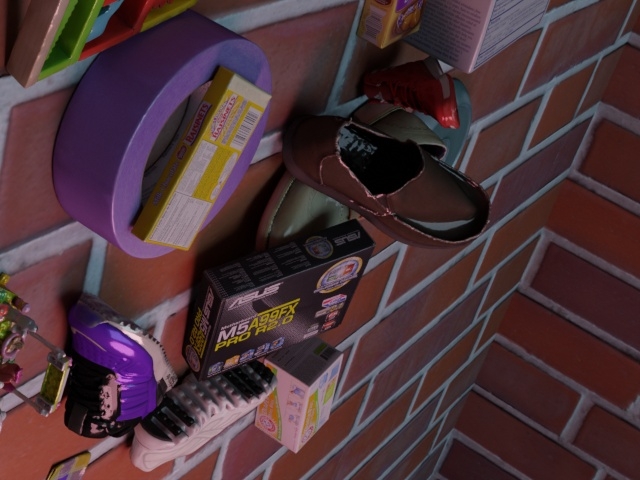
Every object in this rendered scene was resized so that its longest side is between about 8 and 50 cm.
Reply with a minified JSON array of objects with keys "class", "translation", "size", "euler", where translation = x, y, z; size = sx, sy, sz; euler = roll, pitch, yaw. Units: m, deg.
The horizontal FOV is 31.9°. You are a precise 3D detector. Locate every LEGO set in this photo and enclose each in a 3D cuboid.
[{"class":"LEGO set","translation":[-0.335,0.110,1.177],"size":[0.132,0.107,0.287],"euler":[-42,154,-39]}]

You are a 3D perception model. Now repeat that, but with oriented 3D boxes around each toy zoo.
[{"class":"toy zoo","translation":[-0.160,-0.267,1.076],"size":[0.293,0.030,0.192],"euler":[-38,173,-43]}]

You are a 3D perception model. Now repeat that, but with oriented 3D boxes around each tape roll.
[{"class":"tape roll","translation":[-0.172,-0.119,1.265],"size":[0.275,0.090,0.274],"euler":[-49,158,-28]}]

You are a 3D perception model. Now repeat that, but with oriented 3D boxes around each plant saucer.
[{"class":"plant saucer","translation":[0.206,-0.159,2.154],"size":[0.317,0.044,0.317],"euler":[-47,156,-28]}]

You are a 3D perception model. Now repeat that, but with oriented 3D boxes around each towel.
[{"class":"towel","translation":[-0.356,0.330,1.574],"size":[0.083,0.009,0.060],"euler":[-10,129,-64]}]

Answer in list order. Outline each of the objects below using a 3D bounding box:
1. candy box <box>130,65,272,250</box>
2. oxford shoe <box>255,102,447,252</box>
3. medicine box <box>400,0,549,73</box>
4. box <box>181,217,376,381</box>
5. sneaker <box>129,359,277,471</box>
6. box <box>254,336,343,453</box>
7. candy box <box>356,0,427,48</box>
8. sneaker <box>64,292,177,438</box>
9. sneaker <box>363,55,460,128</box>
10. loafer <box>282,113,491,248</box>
[{"class":"candy box","translation":[-0.130,-0.086,1.240],"size":[0.205,0.027,0.105],"euler":[-61,157,4]},{"class":"oxford shoe","translation":[0.054,-0.090,1.742],"size":[0.397,0.147,0.140],"euler":[-44,156,-34]},{"class":"medicine box","translation":[0.271,-0.450,1.745],"size":[0.263,0.149,0.289],"euler":[-37,150,-45]},{"class":"box","translation":[-0.065,0.090,1.683],"size":[0.270,0.060,0.216],"euler":[-19,150,-31]},{"class":"sneaker","translation":[-0.188,0.267,1.764],"size":[0.292,0.110,0.118],"euler":[-23,147,-46]},{"class":"box","translation":[-0.043,0.281,2.098],"size":[0.114,0.103,0.203],"euler":[-41,153,-40]},{"class":"candy box","translation":[0.121,-0.383,1.630],"size":[0.109,0.053,0.186],"euler":[-35,147,-47]},{"class":"sneaker","translation":[-0.273,0.181,1.427],"size":[0.146,0.102,0.293],"euler":[-52,159,-18]},{"class":"sneaker","translation":[0.136,-0.215,1.722],"size":[0.221,0.128,0.087],"euler":[-102,180,-68]},{"class":"loafer","translation":[0.118,-0.079,1.651],"size":[0.366,0.130,0.133],"euler":[20,79,-29]}]
